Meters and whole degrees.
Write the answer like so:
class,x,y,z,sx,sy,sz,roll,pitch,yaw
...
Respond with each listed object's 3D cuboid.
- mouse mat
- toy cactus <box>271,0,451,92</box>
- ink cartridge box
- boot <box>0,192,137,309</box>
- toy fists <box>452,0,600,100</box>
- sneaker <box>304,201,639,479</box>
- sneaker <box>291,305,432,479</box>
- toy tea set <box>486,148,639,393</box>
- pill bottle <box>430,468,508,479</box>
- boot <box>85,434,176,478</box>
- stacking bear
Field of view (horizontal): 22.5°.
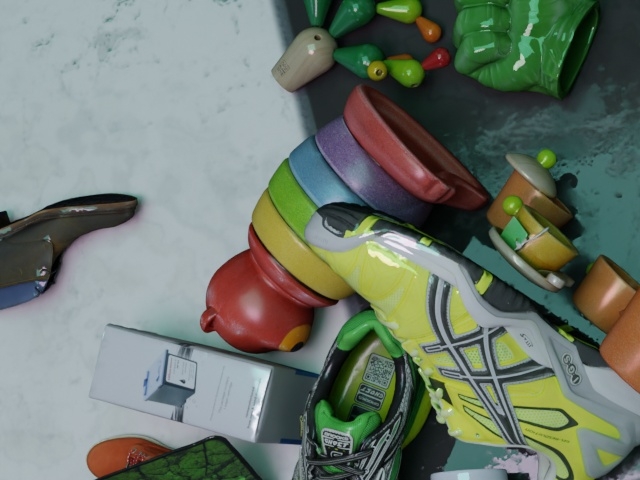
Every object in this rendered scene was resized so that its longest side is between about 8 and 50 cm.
class,x,y,z,sx,sy,sz,roll,pitch,yaw
mouse mat,-0.148,0.266,1.626,0.190,0.152,0.007,-21,43,16
toy cactus,0.021,-0.223,1.681,0.180,0.112,0.219,-42,78,19
ink cartridge box,-0.116,0.147,1.632,0.191,0.139,0.082,11,86,22
boot,-0.295,0.013,1.770,0.219,0.082,0.106,-10,99,14
toy fists,0.221,-0.283,1.615,0.142,0.096,0.279,21,89,23
sneaker,0.137,0.103,1.472,0.385,0.145,0.147,35,94,-11
sneaker,0.017,0.223,1.568,0.134,0.146,0.343,10,84,21
toy tea set,0.277,0.021,1.488,0.124,0.200,0.336,-49,64,12
pill bottle,0.148,0.312,1.528,0.103,0.103,0.184,-7,77,18
boot,-0.185,0.234,1.672,0.158,0.084,0.059,6,84,22
stacking bear,0.000,0.000,1.615,0.289,0.175,0.164,-47,71,14
